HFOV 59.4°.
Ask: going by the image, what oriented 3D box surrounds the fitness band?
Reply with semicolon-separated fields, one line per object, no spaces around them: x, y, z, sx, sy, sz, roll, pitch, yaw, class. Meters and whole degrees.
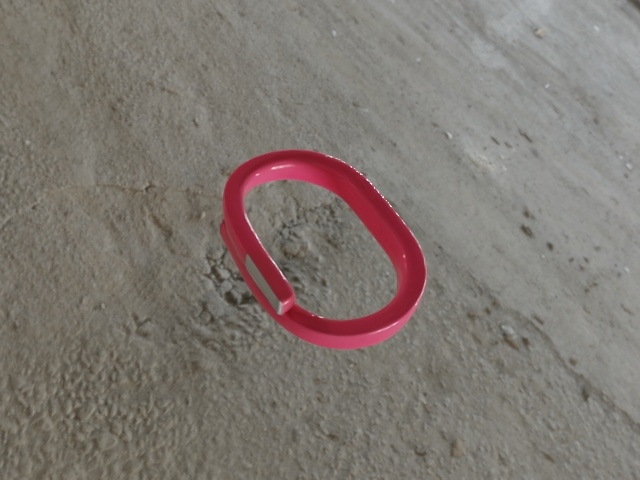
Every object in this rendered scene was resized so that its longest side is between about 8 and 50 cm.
0.000;0.000;0.688;0.209;0.054;0.291;-19;57;-27;fitness band
